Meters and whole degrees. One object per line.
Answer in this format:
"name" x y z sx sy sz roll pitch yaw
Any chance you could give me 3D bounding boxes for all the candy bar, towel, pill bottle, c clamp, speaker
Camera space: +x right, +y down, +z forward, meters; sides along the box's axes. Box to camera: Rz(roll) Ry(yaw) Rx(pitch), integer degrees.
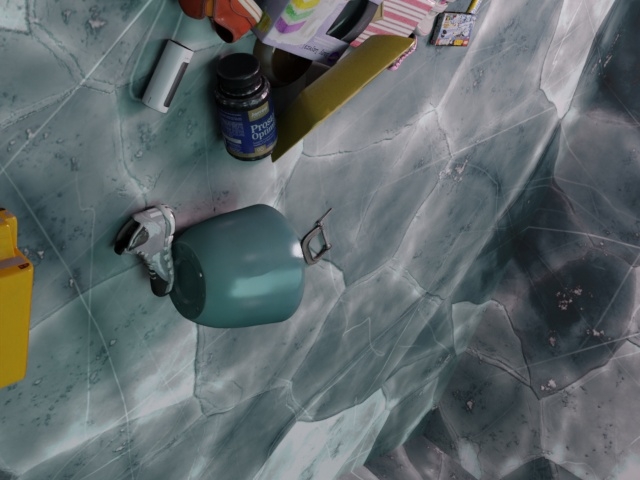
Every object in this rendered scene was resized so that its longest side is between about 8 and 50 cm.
"candy bar" 0.436 -0.657 2.265 0.040 0.018 0.161 7 113 -56
"towel" 0.166 -0.531 1.900 0.144 0.029 0.197 6 143 -39
"pill bottle" -0.162 -0.287 1.690 0.123 0.123 0.219 -39 146 -25
"c clamp" 0.000 0.000 2.299 0.137 0.022 0.160 -41 146 -23
"speaker" -0.299 -0.322 1.533 0.055 0.055 0.136 9 112 -57

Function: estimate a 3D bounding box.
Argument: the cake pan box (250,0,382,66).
"cake pan box" 0.010 -0.500 1.651 0.245 0.070 0.267 -48 153 24

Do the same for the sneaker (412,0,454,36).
"sneaker" 0.298 -0.636 1.999 0.103 0.111 0.252 -22 137 -43

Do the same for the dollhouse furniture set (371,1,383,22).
"dollhouse furniture set" 0.050 -0.583 1.762 0.161 0.101 0.181 -17 139 -12

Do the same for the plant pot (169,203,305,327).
"plant pot" -0.218 0.072 1.827 0.235 0.293 0.293 -11 129 -39

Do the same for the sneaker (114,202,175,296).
"sneaker" -0.396 0.032 1.733 0.132 0.086 0.228 -17 123 -40

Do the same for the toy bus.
"toy bus" -0.609 0.111 1.449 0.108 0.130 0.332 -19 134 -45

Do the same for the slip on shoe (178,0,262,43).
"slip on shoe" -0.222 -0.462 1.449 0.101 0.123 0.331 -53 155 5

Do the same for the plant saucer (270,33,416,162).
"plant saucer" 0.024 -0.342 1.814 0.333 0.081 0.333 -43 -173 -21

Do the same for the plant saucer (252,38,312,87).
"plant saucer" -0.068 -0.430 1.768 0.199 0.036 0.198 -35 144 -31

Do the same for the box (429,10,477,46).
"box" 0.375 -0.596 2.212 0.137 0.027 0.093 -10 127 -39

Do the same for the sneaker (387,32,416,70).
"sneaker" 0.208 -0.508 2.074 0.119 0.047 0.057 -52 138 -7
